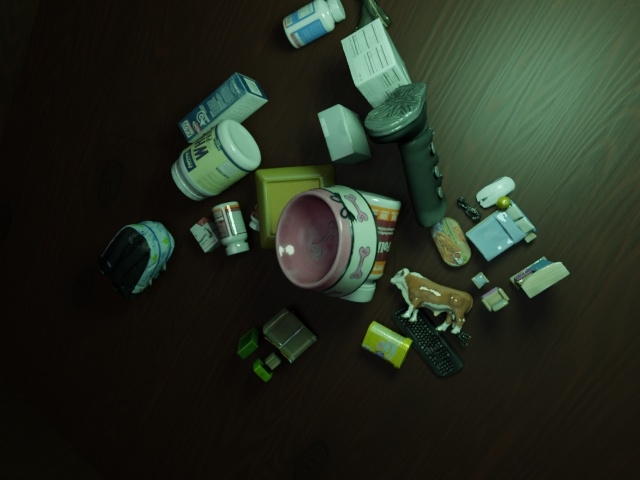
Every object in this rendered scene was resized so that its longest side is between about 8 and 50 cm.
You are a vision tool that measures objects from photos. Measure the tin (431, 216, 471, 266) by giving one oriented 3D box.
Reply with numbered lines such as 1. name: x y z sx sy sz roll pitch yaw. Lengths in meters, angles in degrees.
1. tin: 0.484 0.003 1.600 0.106 0.040 0.189 -26 86 27

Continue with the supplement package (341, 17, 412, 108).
1. supplement package: 0.212 -0.579 1.501 0.145 0.262 0.203 -23 67 22

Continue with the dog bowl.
1. dog bowl: 0.000 0.000 1.525 0.408 0.150 0.407 -3 86 46

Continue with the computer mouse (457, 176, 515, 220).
1. computer mouse: 0.592 -0.157 1.534 0.193 0.042 0.106 -37 80 22

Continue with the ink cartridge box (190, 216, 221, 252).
1. ink cartridge box: -0.520 -0.027 1.997 0.099 0.056 0.135 -39 80 20

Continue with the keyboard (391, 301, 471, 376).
1. keyboard: 0.436 0.357 1.661 0.201 0.033 0.317 -42 81 21

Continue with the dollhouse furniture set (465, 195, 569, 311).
1. dollhouse furniture set: 0.600 0.042 1.446 0.286 0.198 0.303 -37 83 12

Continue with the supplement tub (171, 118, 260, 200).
1. supplement tub: -0.443 -0.332 1.835 0.325 0.235 0.235 -29 84 22

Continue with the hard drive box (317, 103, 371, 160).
1. hard drive box: 0.097 -0.386 1.610 0.089 0.232 0.181 -17 88 23

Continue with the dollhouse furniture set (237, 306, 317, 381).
1. dollhouse furniture set: -0.188 0.436 1.909 0.301 0.151 0.197 -42 100 4

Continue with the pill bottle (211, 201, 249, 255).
1. pill bottle: -0.391 -0.050 1.907 0.121 0.121 0.221 -16 89 23

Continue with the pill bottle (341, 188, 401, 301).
1. pill bottle: 0.150 0.017 1.636 0.224 0.224 0.391 17 102 20

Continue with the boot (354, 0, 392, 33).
1. boot: 0.157 -0.844 1.625 0.137 0.077 0.197 -38 80 27

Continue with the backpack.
1. backpack: -0.867 0.063 2.064 0.290 0.273 0.355 48 132 13

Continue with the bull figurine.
1. bull figurine: 0.398 0.221 1.602 0.311 0.101 0.188 16 75 15

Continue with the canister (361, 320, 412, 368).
1. canister: 0.260 0.409 1.712 0.170 0.073 0.126 26 113 19

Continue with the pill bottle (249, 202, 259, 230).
1. pill bottle: -0.246 -0.119 1.858 0.086 0.086 0.152 32 106 16

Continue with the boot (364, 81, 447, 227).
1. boot: 0.294 -0.233 1.399 0.146 0.367 0.444 5 127 32

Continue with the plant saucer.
1. plant saucer: -0.099 -0.134 1.751 0.333 0.081 0.332 -4 95 5

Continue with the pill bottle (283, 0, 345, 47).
1. pill bottle: -0.022 -0.846 1.668 0.222 0.124 0.124 -17 89 23

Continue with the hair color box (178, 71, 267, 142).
1. hair color box: -0.412 -0.544 1.833 0.347 0.174 0.105 -32 83 22
